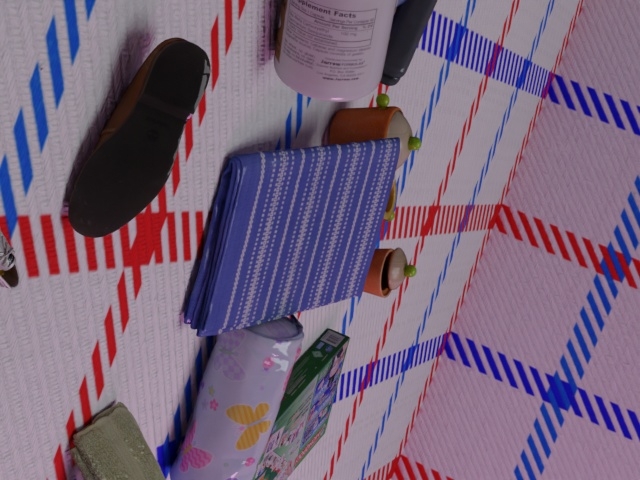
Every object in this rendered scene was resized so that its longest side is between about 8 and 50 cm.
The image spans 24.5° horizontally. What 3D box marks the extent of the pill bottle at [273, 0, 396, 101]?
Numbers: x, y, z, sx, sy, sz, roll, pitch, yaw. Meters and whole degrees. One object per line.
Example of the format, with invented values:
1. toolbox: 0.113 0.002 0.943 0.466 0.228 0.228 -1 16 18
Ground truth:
1. pill bottle: 0.023 -0.284 1.673 0.131 0.131 0.229 -49 157 -47

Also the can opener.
1. can opener: 0.158 -0.343 2.103 0.280 0.093 0.074 -62 -177 -17

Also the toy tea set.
1. toy tea set: 0.089 -0.050 2.110 0.336 0.124 0.200 64 39 -56

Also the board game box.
1. board game box: -0.055 0.306 2.412 0.317 0.046 0.214 -43 153 -55

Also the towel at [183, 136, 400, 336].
1. towel: -0.031 -0.012 1.896 0.336 0.040 0.243 -11 122 -50

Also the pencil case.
1. pencil case: -0.116 0.217 1.969 0.113 0.124 0.273 9 107 -31

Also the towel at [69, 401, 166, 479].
1. towel: -0.224 0.266 1.690 0.148 0.027 0.110 64 32 -8

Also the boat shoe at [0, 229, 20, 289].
1. boat shoe: -0.280 0.010 1.277 0.035 0.035 0.100 -56 162 -32

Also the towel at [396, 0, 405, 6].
1. towel: 0.073 -0.364 1.906 0.285 0.034 0.209 -47 153 -55

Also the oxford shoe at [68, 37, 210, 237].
1. oxford shoe: -0.176 -0.099 1.417 0.212 0.076 0.076 -58 -155 4
